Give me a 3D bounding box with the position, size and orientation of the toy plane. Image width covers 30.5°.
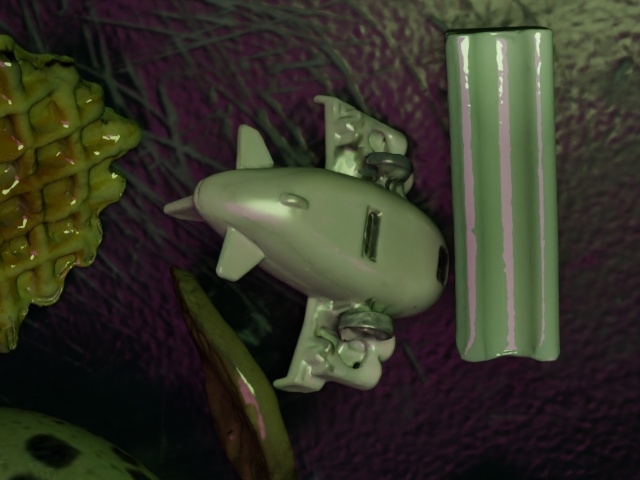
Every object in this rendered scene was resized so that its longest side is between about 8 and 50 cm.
[{"bbox_3d":[0.004,-0.001,1.002,0.122,0.267,0.267,-12,103,50],"label":"toy plane"}]

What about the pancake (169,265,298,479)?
[{"bbox_3d":[-0.074,0.123,1.025,0.050,0.242,0.242,-24,98,-15],"label":"pancake"}]

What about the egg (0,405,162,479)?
[{"bbox_3d":[-0.265,0.303,1.044,0.379,0.287,0.288,25,103,5],"label":"egg"}]

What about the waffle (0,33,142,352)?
[{"bbox_3d":[-0.307,-0.040,1.004,0.073,0.317,0.297,38,99,35],"label":"waffle"}]

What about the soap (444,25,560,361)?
[{"bbox_3d":[0.152,-0.045,0.990,0.087,0.160,0.265,-2,100,7],"label":"soap"}]
